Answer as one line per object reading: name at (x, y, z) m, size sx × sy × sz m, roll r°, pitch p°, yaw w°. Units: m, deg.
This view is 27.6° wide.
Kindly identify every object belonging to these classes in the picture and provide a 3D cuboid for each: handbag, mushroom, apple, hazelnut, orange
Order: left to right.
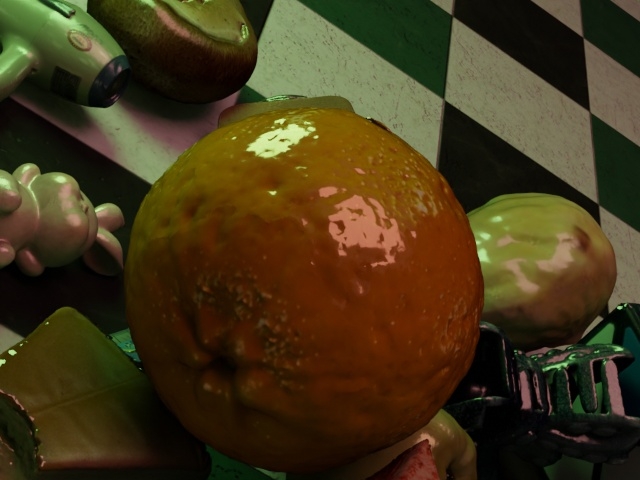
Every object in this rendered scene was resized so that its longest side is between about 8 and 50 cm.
mushroom at (-0.199, -0.287, 1.770) m, size 0.253 × 0.153 × 0.253 m, roll 27°, pitch 32°, yaw -19°
handbag at (-0.040, -0.129, 1.734) m, size 0.193 × 0.072 × 0.151 m, roll -6°, pitch 39°, yaw 1°
orange at (-0.023, 0.050, 1.201) m, size 0.340 × 0.340 × 0.293 m, roll 45°, pitch 32°, yaw 7°
apple at (0.063, 0.241, 1.356) m, size 0.200 × 0.200 × 0.200 m, roll 27°, pitch 34°, yaw -21°
hazelnut at (0.275, 0.056, 1.772) m, size 0.241 × 0.261 × 0.261 m, roll 55°, pitch 31°, yaw -7°

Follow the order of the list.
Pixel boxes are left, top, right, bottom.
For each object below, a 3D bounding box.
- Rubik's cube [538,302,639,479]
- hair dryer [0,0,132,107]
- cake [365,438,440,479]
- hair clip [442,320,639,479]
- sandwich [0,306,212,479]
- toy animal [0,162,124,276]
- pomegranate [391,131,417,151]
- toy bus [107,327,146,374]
Rubik's cube at (0.442, 0.247, 1.702) m, size 0.248 × 0.246 × 0.250 m, roll 10°, pitch 43°, yaw -41°
hair dryer at (-0.416, -0.252, 1.573) m, size 0.298 × 0.119 × 0.296 m, roll -20°, pitch 58°, yaw -41°
cake at (0.067, 0.305, 1.110) m, size 0.159 × 0.158 × 0.262 m, roll 43°, pitch 31°, yaw 1°
hair clip at (0.221, 0.186, 1.544) m, size 0.310 × 0.206 × 0.194 m, roll 15°, pitch 58°, yaw -31°
sandwich at (-0.223, 0.195, 1.199) m, size 0.220 × 0.108 × 0.186 m, roll 43°, pitch 32°, yaw -1°
toy animal at (-0.281, -0.024, 1.398) m, size 0.212 × 0.124 × 0.124 m, roll 1°, pitch 49°, yaw -41°
pomegranate at (0.000, 0.000, 1.525) m, size 0.319 × 0.319 × 0.319 m, roll 27°, pitch 34°, yaw -21°
toy bus at (-0.199, 0.123, 1.366) m, size 0.061 × 0.051 × 0.153 m, roll 46°, pitch 32°, yaw 19°
